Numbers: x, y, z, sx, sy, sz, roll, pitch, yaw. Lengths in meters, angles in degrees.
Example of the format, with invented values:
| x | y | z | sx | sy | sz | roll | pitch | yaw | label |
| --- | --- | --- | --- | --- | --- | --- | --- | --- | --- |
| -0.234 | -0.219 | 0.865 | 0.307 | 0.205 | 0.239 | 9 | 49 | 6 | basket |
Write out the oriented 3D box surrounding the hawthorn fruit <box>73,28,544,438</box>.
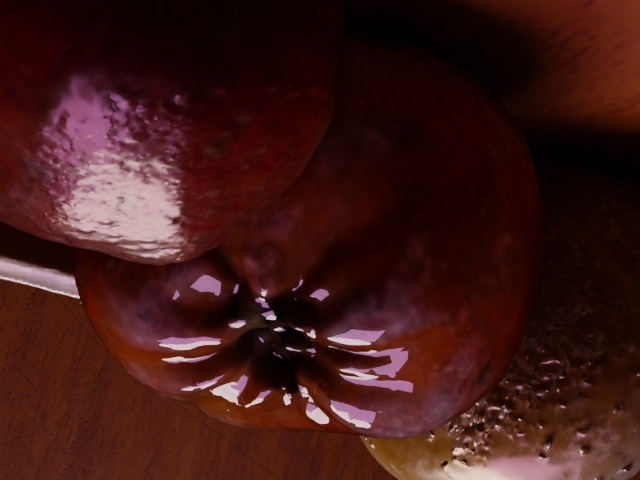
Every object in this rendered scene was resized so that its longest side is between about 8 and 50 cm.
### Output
| x | y | z | sx | sy | sz | roll | pitch | yaw | label |
| --- | --- | --- | --- | --- | --- | --- | --- | --- | --- |
| 0.000 | 0.000 | 0.859 | 0.284 | 0.284 | 0.284 | 14 | 171 | 2 | hawthorn fruit |

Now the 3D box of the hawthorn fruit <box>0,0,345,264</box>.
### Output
| x | y | z | sx | sy | sz | roll | pitch | yaw | label |
| --- | --- | --- | --- | --- | --- | --- | --- | --- | --- |
| -0.085 | -0.107 | 0.633 | 0.215 | 0.215 | 0.250 | 16 | 143 | -8 | hawthorn fruit |

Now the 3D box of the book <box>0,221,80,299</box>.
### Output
| x | y | z | sx | sy | sz | roll | pitch | yaw | label |
| --- | --- | --- | --- | --- | --- | --- | --- | --- | --- |
| -0.141 | -0.029 | 1.113 | 0.262 | 0.028 | 0.374 | 17 | -160 | -18 | book |

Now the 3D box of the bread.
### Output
| x | y | z | sx | sy | sz | roll | pitch | yaw | label |
| --- | --- | --- | --- | --- | --- | --- | --- | --- | --- |
| 0.145 | 0.055 | 1.018 | 0.305 | 0.305 | 0.159 | 4 | 139 | 48 | bread |
